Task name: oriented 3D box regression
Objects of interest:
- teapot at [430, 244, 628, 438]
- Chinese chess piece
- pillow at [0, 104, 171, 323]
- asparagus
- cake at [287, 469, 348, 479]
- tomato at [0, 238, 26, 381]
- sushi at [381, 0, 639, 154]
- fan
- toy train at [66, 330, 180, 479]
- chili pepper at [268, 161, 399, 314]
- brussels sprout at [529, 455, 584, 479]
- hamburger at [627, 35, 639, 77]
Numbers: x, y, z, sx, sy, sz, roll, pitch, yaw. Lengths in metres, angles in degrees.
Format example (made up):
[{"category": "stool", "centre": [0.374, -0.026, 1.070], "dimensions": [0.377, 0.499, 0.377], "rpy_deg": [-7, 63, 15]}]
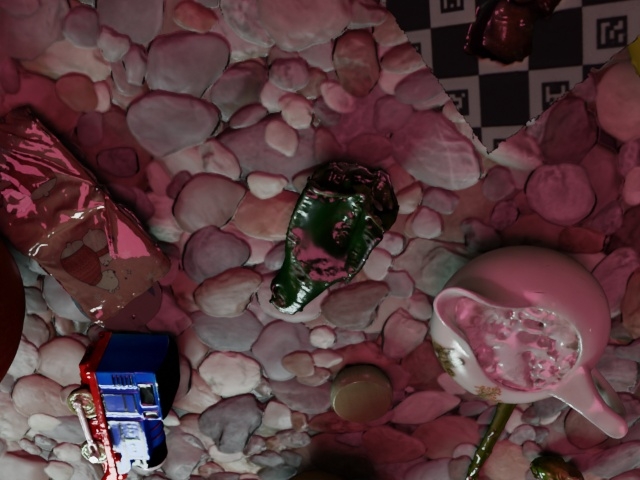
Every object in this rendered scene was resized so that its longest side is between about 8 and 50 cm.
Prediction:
[{"category": "teapot", "centre": [0.242, 0.111, 0.827], "dimensions": [0.298, 0.139, 0.204], "rpy_deg": [31, 112, -15]}, {"category": "Chinese chess piece", "centre": [0.054, 0.202, 0.938], "dimensions": [0.084, 0.034, 0.084], "rpy_deg": [0, 121, -1]}, {"category": "pillow", "centre": [-0.291, -0.027, 0.805], "dimensions": [0.135, 0.049, 0.248], "rpy_deg": [-36, 109, 17]}, {"category": "asparagus", "centre": [0.234, 0.284, 0.987], "dimensions": [0.024, 0.025, 0.248], "rpy_deg": [-14, 129, -42]}, {"category": "cake", "centre": [-0.012, 0.413, 0.993], "dimensions": [0.185, 0.178, 0.207], "rpy_deg": [-24, 105, -31]}, {"category": "tomato", "centre": [-0.490, 0.087, 0.743], "dimensions": [0.325, 0.293, 0.289], "rpy_deg": [-25, 105, 4]}, {"category": "sushi", "centre": [0.181, -0.233, 0.626], "dimensions": [0.231, 0.047, 0.219], "rpy_deg": [-40, 77, 38]}, {"category": "fan", "centre": [-0.239, 0.089, 0.892], "dimensions": [0.113, 0.005, 0.175], "rpy_deg": [-24, 116, 15]}, {"category": "toy train", "centre": [-0.247, 0.219, 0.917], "dimensions": [0.131, 0.082, 0.204], "rpy_deg": [0, 121, 1]}, {"category": "chili pepper", "centre": [0.000, 0.001, 0.812], "dimensions": [0.108, 0.062, 0.216], "rpy_deg": [31, 115, -9]}, {"category": "brussels sprout", "centre": [0.338, 0.333, 1.000], "dimensions": [0.083, 0.046, 0.051], "rpy_deg": [41, 106, -19]}, {"category": "hamburger", "centre": [0.394, -0.168, 0.594], "dimensions": [0.274, 0.274, 0.212], "rpy_deg": [29, 108, -15]}]
